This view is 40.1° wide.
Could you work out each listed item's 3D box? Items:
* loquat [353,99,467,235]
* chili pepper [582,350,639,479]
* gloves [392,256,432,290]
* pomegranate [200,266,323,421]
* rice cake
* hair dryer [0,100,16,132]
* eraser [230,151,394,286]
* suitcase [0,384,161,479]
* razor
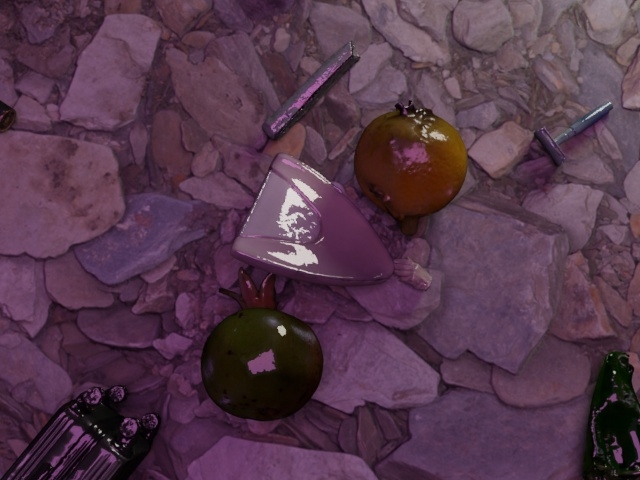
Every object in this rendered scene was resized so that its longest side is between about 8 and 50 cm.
[{"bbox_3d":[0.136,-0.108,1.333,0.172,0.149,0.204,3,96,-1],"label":"loquat"},{"bbox_3d":[0.450,0.276,1.325,0.108,0.062,0.216,8,82,-6],"label":"chili pepper"},{"bbox_3d":[0.148,0.052,1.368,0.081,0.037,0.044,21,47,8],"label":"gloves"},{"bbox_3d":[-0.088,0.151,1.291,0.182,0.181,0.224,-4,63,-1],"label":"pomegranate"},{"bbox_3d":[-0.013,-0.240,1.406,0.033,0.033,0.207,42,83,15],"label":"rice cake"},{"bbox_3d":[-0.608,-0.172,1.390,0.173,0.050,0.194,33,87,7],"label":"hair dryer"},{"bbox_3d":[-0.001,0.001,1.346,0.243,0.059,0.204,30,55,-10],"label":"eraser"},{"bbox_3d":[-0.369,0.352,1.237,0.128,0.202,0.312,40,83,5],"label":"suitcase"},{"bbox_3d":[0.414,-0.182,1.403,0.135,0.040,0.068,-34,84,-11],"label":"razor"}]
